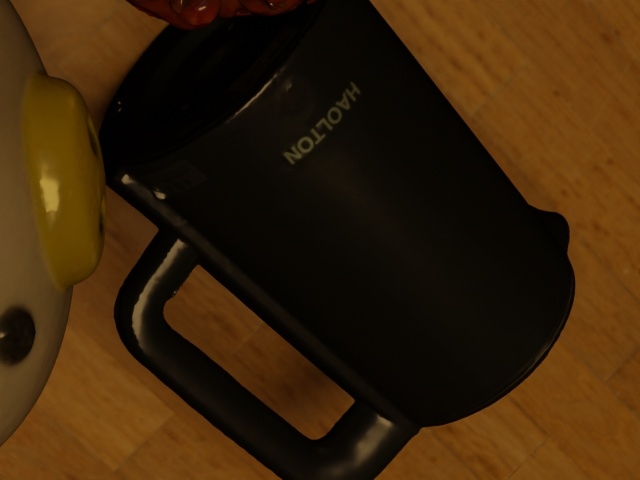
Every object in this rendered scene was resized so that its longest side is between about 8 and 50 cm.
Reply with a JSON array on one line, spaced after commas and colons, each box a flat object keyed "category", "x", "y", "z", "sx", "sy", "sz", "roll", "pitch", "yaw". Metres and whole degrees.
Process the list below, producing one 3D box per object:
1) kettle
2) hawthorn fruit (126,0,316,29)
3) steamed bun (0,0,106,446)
[{"category": "kettle", "x": 0.011, "y": -0.005, "z": 1.307, "sx": 0.308, "sy": 0.203, "sz": 0.262, "roll": 47, "pitch": 49, "yaw": -27}, {"category": "hawthorn fruit", "x": -0.078, "y": -0.270, "z": 1.187, "sx": 0.211, "sy": 0.299, "sz": 0.211, "roll": -11, "pitch": 152, "yaw": -6}, {"category": "steamed bun", "x": -0.303, "y": -0.015, "z": 1.156, "sx": 0.334, "sy": 0.334, "sz": 0.373, "roll": -13, "pitch": 106, "yaw": -13}]
